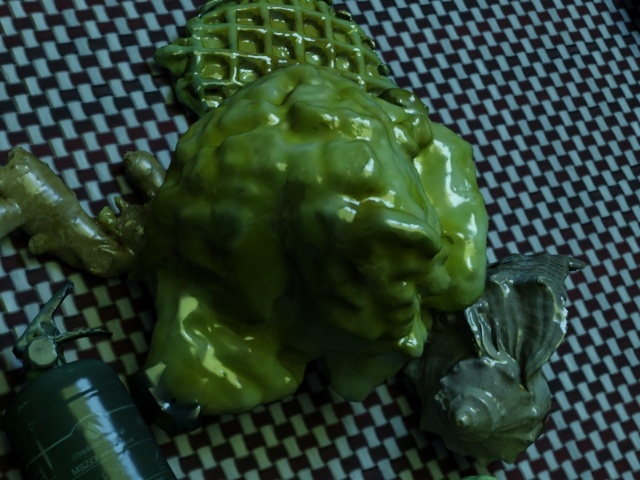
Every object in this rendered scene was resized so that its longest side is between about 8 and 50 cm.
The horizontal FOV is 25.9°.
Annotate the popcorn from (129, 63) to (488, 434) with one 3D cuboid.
[{"bbox_3d":[0.003,-0.003,1.133,0.293,0.293,0.237,48,21,2],"label":"popcorn"}]

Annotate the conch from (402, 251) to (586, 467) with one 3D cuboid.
[{"bbox_3d":[0.165,0.087,1.232,0.163,0.178,0.245,54,33,-3],"label":"conch"}]

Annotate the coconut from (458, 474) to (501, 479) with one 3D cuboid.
[{"bbox_3d":[0.132,0.247,1.174,0.088,0.096,0.088,26,15,-7],"label":"coconut"}]

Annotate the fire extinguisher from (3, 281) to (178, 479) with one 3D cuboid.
[{"bbox_3d":[-0.151,0.183,1.037,0.114,0.095,0.311,-29,80,-23],"label":"fire extinguisher"}]

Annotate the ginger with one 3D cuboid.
[{"bbox_3d":[-0.187,-0.018,1.157,0.176,0.052,0.193,46,50,0],"label":"ginger"}]

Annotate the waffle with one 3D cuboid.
[{"bbox_3d":[-0.031,-0.152,1.317,0.214,0.054,0.208,50,55,0],"label":"waffle"}]
